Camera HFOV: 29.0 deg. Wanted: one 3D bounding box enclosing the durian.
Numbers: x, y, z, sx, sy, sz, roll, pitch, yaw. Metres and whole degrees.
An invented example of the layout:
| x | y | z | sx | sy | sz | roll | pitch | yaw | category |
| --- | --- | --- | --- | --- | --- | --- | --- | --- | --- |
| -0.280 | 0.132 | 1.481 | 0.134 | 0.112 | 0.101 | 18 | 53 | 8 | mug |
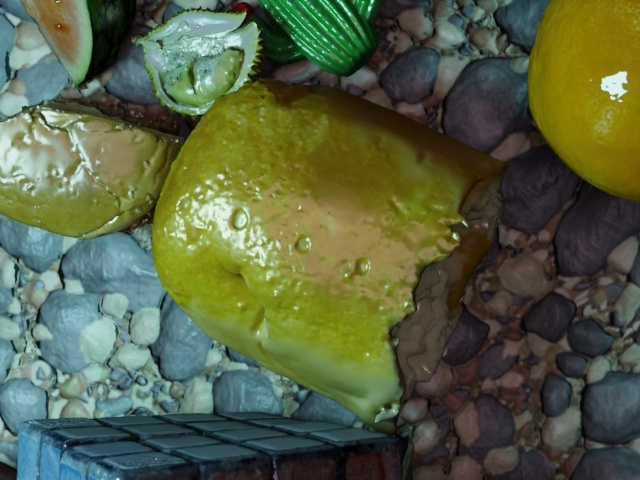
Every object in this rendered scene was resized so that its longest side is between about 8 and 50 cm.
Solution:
| x | y | z | sx | sy | sz | roll | pitch | yaw | category |
| --- | --- | --- | --- | --- | --- | --- | --- | --- | --- |
| -0.156 | -0.223 | 1.560 | 0.208 | 0.102 | 0.146 | 19 | 90 | 26 | durian |

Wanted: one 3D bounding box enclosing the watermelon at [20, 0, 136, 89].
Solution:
| x | y | z | sx | sy | sz | roll | pitch | yaw | category |
| --- | --- | --- | --- | --- | --- | --- | --- | --- | --- |
| -0.311 | -0.367 | 1.575 | 0.128 | 0.159 | 0.303 | -28 | 88 | -37 | watermelon |

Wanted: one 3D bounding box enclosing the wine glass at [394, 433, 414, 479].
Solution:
| x | y | z | sx | sy | sz | roll | pitch | yaw | category |
| --- | --- | --- | --- | --- | --- | --- | --- | --- | --- |
| 0.221 | 0.377 | 1.475 | 0.357 | 0.190 | 0.190 | 26 | 90 | 3 | wine glass |

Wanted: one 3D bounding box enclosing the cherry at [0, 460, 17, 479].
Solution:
| x | y | z | sx | sy | sz | roll | pitch | yaw | category |
| --- | --- | --- | --- | --- | --- | --- | --- | --- | --- |
| -0.417 | 0.368 | 1.486 | 0.239 | 0.206 | 0.239 | 0 | 51 | 0 | cherry |

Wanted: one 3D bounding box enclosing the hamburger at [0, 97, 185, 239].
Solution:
| x | y | z | sx | sy | sz | roll | pitch | yaw | category |
| --- | --- | --- | --- | --- | --- | --- | --- | --- | --- |
| -0.314 | -0.097 | 1.532 | 0.282 | 0.155 | 0.245 | -35 | 95 | 6 | hamburger |

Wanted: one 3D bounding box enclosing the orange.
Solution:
| x | y | z | sx | sy | sz | roll | pitch | yaw | category |
| --- | --- | --- | --- | --- | --- | --- | --- | --- | --- |
| 0.388 | -0.197 | 1.426 | 0.312 | 0.312 | 0.312 | 0 | 89 | 2 | orange |

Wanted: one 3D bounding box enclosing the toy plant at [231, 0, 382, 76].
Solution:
| x | y | z | sx | sy | sz | roll | pitch | yaw | category |
| --- | --- | --- | --- | --- | --- | --- | --- | --- | --- |
| -0.033 | -0.297 | 1.556 | 0.240 | 0.088 | 0.155 | 22 | 106 | 14 | toy plant |

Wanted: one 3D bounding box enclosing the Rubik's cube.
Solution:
| x | y | z | sx | sy | sz | roll | pitch | yaw | category |
| --- | --- | --- | --- | --- | --- | --- | --- | --- | --- |
| -0.129 | 0.373 | 1.360 | 0.343 | 0.337 | 0.345 | 2 | 90 | -31 | Rubik's cube |

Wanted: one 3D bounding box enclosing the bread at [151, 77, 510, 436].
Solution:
| x | y | z | sx | sy | sz | roll | pitch | yaw | category |
| --- | --- | --- | --- | --- | --- | --- | --- | --- | --- |
| 0.000 | 0.000 | 1.462 | 0.394 | 0.250 | 0.361 | 25 | 90 | 2 | bread |
